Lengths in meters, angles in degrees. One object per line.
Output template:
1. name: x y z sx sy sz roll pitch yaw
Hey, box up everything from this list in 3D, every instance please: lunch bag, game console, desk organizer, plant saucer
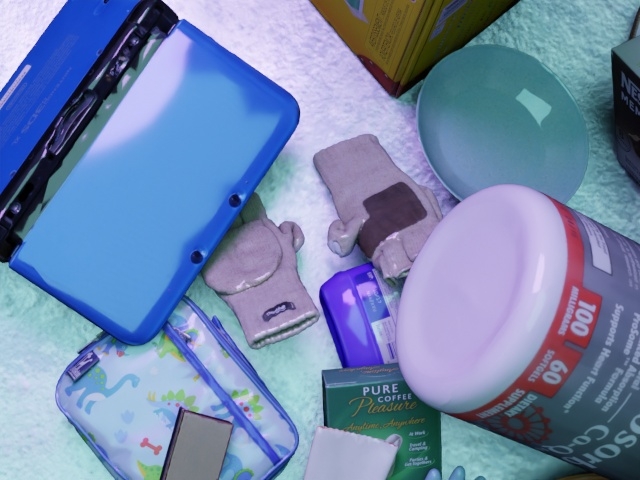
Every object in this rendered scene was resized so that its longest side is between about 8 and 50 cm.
1. lunch bag: -0.138 0.169 1.301 0.176 0.090 0.219 -38 86 -11
2. game console: -0.210 -0.082 1.320 0.173 0.250 0.293 41 78 -37
3. desk organizer: -0.122 0.223 1.226 0.050 0.047 0.130 16 84 -8
4. plant saucer: 0.182 -0.106 1.369 0.195 0.037 0.195 6 70 -16

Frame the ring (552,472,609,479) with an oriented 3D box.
1. ring: 0.266 0.394 1.277 0.336 0.032 0.337 0 90 -16

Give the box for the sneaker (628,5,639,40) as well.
1. sneaker: 0.355 -0.192 1.405 0.067 0.042 0.118 18 79 3

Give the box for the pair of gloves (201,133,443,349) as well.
1. pair of gloves: 0.000 0.000 1.309 0.240 0.042 0.204 -28 44 -11

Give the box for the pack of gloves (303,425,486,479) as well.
1. pack of gloves: 0.057 0.310 1.260 0.195 0.046 0.232 16 98 -13

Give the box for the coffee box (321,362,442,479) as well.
1. coffee box: 0.061 0.208 1.289 0.113 0.040 0.184 -6 111 -4

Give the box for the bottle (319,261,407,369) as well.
1. bottle: 0.144 0.049 1.331 0.282 0.092 0.118 -19 87 -6

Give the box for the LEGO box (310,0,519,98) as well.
1. LEGO box: 0.045 -0.380 1.187 0.193 0.500 0.372 -38 86 -7

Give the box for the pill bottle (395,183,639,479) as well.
1. pill bottle: 0.267 0.107 1.217 0.363 0.210 0.210 24 80 -27

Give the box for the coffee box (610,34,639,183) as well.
1. coffee box: 0.406 -0.067 1.259 0.118 0.168 0.297 -27 50 -6
